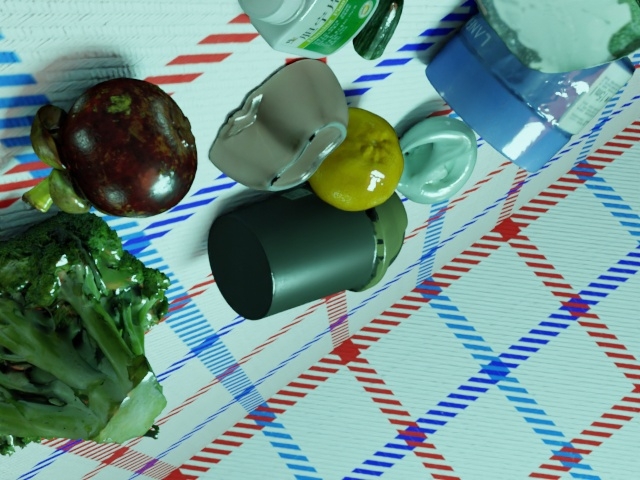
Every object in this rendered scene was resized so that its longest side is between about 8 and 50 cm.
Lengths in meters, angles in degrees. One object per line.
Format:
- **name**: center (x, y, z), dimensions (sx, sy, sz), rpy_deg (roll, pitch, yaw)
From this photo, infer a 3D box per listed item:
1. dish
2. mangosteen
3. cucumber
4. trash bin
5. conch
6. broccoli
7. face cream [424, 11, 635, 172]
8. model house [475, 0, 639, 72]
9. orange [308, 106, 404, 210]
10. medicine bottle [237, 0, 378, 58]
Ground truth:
- **dish**: center (-0.040, -0.140, 1.249), dimensions (0.213, 0.090, 0.213), rpy_deg (-35, 164, -12)
- **mangosteen**: center (-0.217, -0.090, 0.950), dimensions (0.181, 0.156, 0.145), rpy_deg (-16, -154, 31)
- **cucumber**: center (0.080, -0.287, 1.189), dimensions (0.048, 0.048, 0.105), rpy_deg (-26, 160, -37)
- **trash bin**: center (0.000, 0.000, 1.507), dimensions (0.334, 0.214, 0.214), rpy_deg (-22, 157, -37)
- **conch**: center (0.201, -0.154, 1.685), dimensions (0.185, 0.121, 0.221), rpy_deg (-28, 154, -21)
- **broccoli**: center (-0.302, 0.132, 1.088), dimensions (0.321, 0.283, 0.304), rpy_deg (-59, 150, 5)
- **face cream**: center (0.325, -0.267, 1.426), dimensions (0.225, 0.249, 0.249), rpy_deg (-47, 162, 19)
- **model house**: center (0.338, -0.412, 1.194), dimensions (0.190, 0.271, 0.301), rpy_deg (-9, -138, 48)
- **orange**: center (0.052, -0.124, 1.372), dimensions (0.159, 0.159, 0.136), rpy_deg (-31, 179, -25)
- **medicine bottle**: center (-0.016, -0.264, 1.009), dimensions (0.119, 0.069, 0.183), rpy_deg (-44, 162, 24)
